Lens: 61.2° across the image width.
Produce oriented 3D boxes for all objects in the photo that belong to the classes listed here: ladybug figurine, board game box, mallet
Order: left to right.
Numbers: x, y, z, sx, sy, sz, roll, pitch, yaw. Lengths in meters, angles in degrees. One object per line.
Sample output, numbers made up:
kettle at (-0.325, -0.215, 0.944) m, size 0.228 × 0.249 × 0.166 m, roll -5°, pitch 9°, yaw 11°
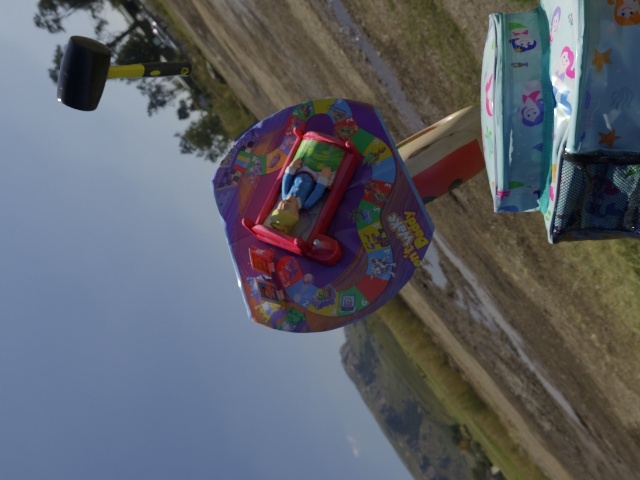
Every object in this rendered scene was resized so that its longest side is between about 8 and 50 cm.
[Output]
mallet at (-0.186, -0.181, 0.550) m, size 0.039 × 0.062 × 0.189 m, roll 31°, pitch -147°, yaw 8°
board game box at (-0.009, -0.027, 0.351) m, size 0.168 × 0.133 × 0.033 m, roll 70°, pitch -169°, yaw 23°
ladybug figurine at (0.271, -0.194, 1.423) m, size 0.161 × 0.450 × 0.305 m, roll 60°, pitch -171°, yaw -9°

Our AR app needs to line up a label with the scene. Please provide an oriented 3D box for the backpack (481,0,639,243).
backpack at (0.253, -0.147, 0.517) m, size 0.253 × 0.191 × 0.225 m, roll 80°, pitch -161°, yaw -48°
